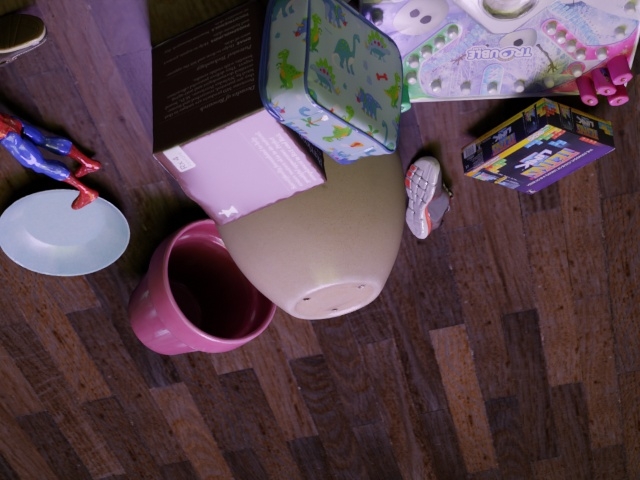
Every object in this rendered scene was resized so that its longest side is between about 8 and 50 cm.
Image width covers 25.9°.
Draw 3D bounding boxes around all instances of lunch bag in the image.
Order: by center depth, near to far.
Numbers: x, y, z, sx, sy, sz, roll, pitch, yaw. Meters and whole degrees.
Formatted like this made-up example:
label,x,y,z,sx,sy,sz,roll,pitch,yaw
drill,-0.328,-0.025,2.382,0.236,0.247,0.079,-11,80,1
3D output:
label,x,y,z,sx,sy,sz,roll,pitch,yaw
lunch bag,0.017,-0.206,1.722,0.090,0.176,0.219,-10,158,34

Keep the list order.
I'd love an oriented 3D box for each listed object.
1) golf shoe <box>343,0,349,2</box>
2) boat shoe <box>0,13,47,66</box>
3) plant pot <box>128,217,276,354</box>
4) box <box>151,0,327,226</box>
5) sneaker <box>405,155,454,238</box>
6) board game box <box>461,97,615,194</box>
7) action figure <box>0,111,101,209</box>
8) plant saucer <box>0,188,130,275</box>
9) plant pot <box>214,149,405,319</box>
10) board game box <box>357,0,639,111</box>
label,x,y,z,sx,sy,sz,roll,pitch,yaw
golf shoe,-0.043,-0.361,1.641,0.115,0.140,0.306,-25,138,18
boat shoe,-0.412,-0.250,1.784,0.152,0.056,0.049,-9,151,21
plant pot,-0.195,0.089,2.115,0.201,0.201,0.180,21,147,-29
box,-0.108,-0.165,1.810,0.167,0.203,0.168,-22,139,17
sneaker,0.168,-0.073,2.085,0.065,0.061,0.158,-24,146,-23
board game box,0.309,-0.131,1.987,0.141,0.048,0.170,14,149,-34
action figure,-0.441,-0.128,1.888,0.139,0.091,0.280,-22,141,23
plant saucer,-0.381,-0.022,2.063,0.195,0.037,0.195,-4,140,-3
plant pot,0.000,0.000,1.967,0.284,0.191,0.284,-13,158,-5
board game box,0.246,-0.316,1.803,0.390,0.050,0.390,-3,139,-5
